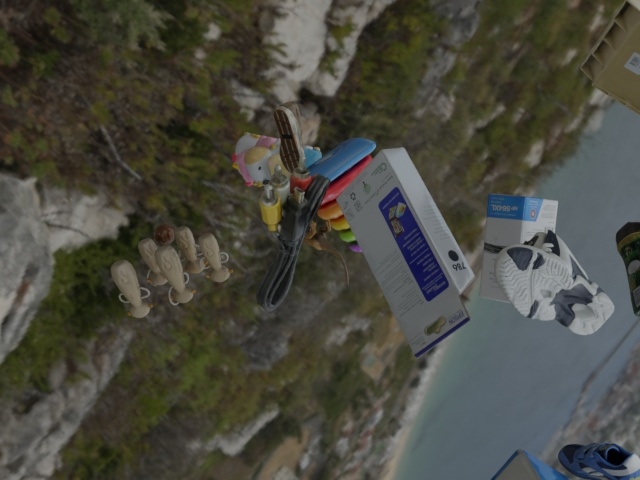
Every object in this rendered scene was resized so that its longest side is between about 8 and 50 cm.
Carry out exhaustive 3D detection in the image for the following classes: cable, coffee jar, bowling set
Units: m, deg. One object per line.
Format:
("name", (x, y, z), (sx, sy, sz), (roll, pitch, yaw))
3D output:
("cable", (-0.058, -0.014, 1.394), (0.139, 0.072, 0.287), (-40, 157, -40))
("coffee jar", (0.613, 0.054, 1.580), (0.096, 0.185, 0.079), (10, 145, -16))
("bowling set", (-0.352, 0.054, 2.080), (0.286, 0.200, 0.154), (-16, 116, 6))

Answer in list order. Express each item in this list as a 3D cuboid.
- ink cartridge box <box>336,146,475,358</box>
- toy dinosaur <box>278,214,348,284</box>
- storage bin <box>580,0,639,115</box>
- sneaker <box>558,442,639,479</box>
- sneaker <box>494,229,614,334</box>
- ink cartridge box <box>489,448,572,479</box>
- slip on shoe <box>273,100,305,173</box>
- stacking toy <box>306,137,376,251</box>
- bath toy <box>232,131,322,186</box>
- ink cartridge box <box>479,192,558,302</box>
("ink cartridge box", (0.154, 0.020, 1.467), (0.065, 0.333, 0.165), (-10, 157, -38))
("toy dinosaur", (0.000, 0.000, 1.882), (0.064, 0.211, 0.112), (-30, 132, -39))
("storage bin", (0.606, -0.310, 1.428), (0.123, 0.260, 0.262), (-53, 172, -12))
("sneaker", (0.399, 0.310, 1.207), (0.053, 0.144, 0.059), (-31, 111, -29))
("sneaker", (0.307, 0.037, 1.224), (0.234, 0.153, 0.094), (19, 114, -32))
("ink cartridge box", (0.351, 0.518, 1.177), (0.285, 0.394, 0.166), (-53, -160, 11))
("slip on shoe", (-0.049, -0.181, 1.500), (0.041, 0.051, 0.135), (-45, 133, -39))
("stacking toy", (0.088, -0.041, 1.725), (0.165, 0.302, 0.175), (-37, -166, -16))
("bath toy", (-0.123, -0.174, 1.938), (0.151, 0.348, 0.129), (12, 96, -23))
("ink cartridge box", (0.385, 0.016, 1.650), (0.148, 0.085, 0.203), (3, 94, -51))
